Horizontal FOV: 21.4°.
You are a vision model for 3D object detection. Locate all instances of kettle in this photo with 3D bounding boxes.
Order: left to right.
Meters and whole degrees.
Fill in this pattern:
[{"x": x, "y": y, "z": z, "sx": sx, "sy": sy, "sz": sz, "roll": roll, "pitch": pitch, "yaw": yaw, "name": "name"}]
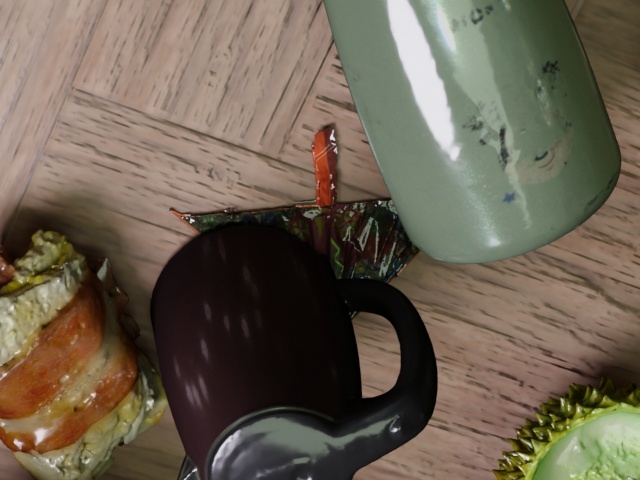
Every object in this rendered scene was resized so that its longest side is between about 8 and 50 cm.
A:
[{"x": -0.019, "y": 0.100, "z": 1.218, "sx": 0.202, "sy": 0.232, "sz": 0.144, "roll": -18, "pitch": 122, "yaw": -1, "name": "kettle"}]

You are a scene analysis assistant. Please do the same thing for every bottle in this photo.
[{"x": 0.083, "y": -0.164, "z": 1.163, "sx": 0.168, "sy": 0.168, "sz": 0.347, "roll": -24, "pitch": 115, "yaw": -2, "name": "bottle"}]

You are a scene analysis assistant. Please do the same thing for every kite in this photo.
[{"x": 0.000, "y": 0.000, "z": 1.307, "sx": 0.232, "sy": 0.009, "sz": 0.189, "roll": -6, "pitch": 118, "yaw": -11, "name": "kite"}]

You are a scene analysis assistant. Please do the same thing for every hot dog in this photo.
[{"x": -0.201, "y": 0.087, "z": 1.253, "sx": 0.146, "sy": 0.103, "sz": 0.213, "roll": -37, "pitch": 131, "yaw": -19, "name": "hot dog"}]

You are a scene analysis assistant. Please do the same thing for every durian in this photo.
[{"x": 0.246, "y": 0.221, "z": 1.378, "sx": 0.237, "sy": 0.200, "sz": 0.176, "roll": 19, "pitch": 155, "yaw": -9, "name": "durian"}]
